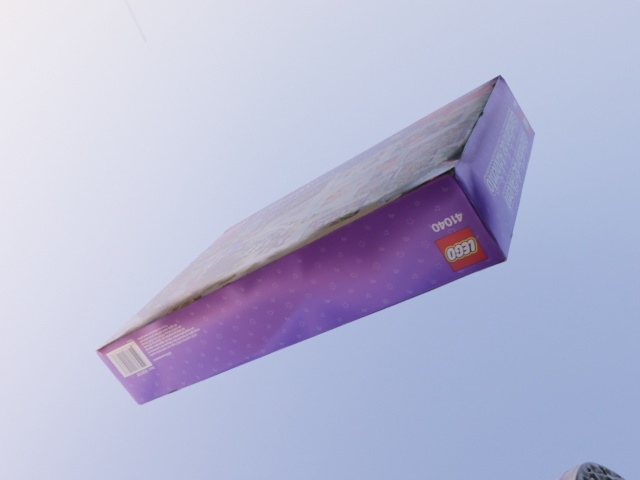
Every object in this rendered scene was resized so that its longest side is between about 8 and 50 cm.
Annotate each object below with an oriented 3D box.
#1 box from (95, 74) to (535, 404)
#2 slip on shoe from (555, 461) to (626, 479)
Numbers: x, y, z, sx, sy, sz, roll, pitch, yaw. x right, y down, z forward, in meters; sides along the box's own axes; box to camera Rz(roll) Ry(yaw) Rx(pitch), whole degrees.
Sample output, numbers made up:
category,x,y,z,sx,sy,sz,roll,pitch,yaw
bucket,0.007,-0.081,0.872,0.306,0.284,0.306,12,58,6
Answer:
category,x,y,z,sx,sy,sz,roll,pitch,yaw
box,0.000,0.000,0.446,0.293,0.057,0.201,-26,-165,32
slip on shoe,0.126,0.242,0.331,0.123,0.101,0.331,38,-154,17
